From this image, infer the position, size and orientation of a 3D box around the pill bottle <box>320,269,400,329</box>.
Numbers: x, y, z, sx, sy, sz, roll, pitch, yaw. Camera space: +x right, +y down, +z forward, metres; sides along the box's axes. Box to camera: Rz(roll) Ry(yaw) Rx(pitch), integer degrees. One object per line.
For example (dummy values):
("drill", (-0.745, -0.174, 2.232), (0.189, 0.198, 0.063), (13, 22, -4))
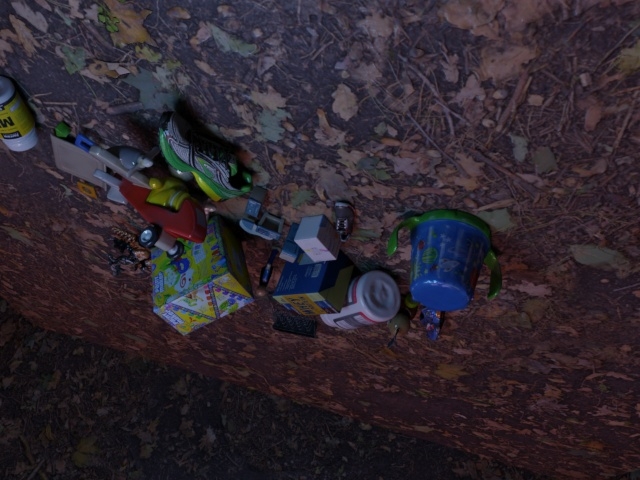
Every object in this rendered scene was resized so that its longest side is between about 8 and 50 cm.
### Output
("pill bottle", (0.126, 0.225, 1.812), (0.176, 0.176, 0.318), (31, 150, -19))

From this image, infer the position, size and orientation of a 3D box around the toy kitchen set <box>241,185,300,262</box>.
("toy kitchen set", (-0.143, -0.050, 1.585), (0.207, 0.122, 0.166), (22, 148, -6))

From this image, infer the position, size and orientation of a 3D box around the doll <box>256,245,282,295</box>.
("doll", (-0.189, 0.110, 1.790), (0.046, 0.189, 0.129), (22, 149, -6))

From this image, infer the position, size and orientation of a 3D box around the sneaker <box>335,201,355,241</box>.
("sneaker", (0.073, -0.052, 1.526), (0.061, 0.065, 0.158), (7, 147, 18))

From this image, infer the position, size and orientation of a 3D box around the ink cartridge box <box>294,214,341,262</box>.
("ink cartridge box", (0.000, 0.000, 1.618), (0.090, 0.092, 0.143), (-8, 141, 35))

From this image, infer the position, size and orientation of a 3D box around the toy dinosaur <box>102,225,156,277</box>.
("toy dinosaur", (-0.743, 0.037, 2.048), (0.218, 0.164, 0.322), (-8, 123, 14))

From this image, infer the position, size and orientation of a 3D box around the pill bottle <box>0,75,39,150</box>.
("pill bottle", (-0.929, -0.371, 1.497), (0.119, 0.119, 0.208), (14, 148, 6))

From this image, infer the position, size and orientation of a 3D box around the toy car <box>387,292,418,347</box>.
("toy car", (0.269, 0.293, 1.838), (0.149, 0.188, 0.155), (16, 148, 3))

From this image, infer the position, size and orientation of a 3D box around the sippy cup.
("sippy cup", (0.351, 0.069, 1.420), (0.306, 0.224, 0.240), (4, 145, 22))

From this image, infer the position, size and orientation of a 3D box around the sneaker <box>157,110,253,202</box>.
("sneaker", (-0.311, -0.240, 1.399), (0.146, 0.134, 0.343), (-10, 148, 27))

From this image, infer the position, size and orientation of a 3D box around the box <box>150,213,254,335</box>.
("box", (-0.407, 0.113, 1.717), (0.279, 0.290, 0.177), (-26, 136, 6))

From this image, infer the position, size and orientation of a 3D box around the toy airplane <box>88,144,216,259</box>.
("toy airplane", (-0.484, -0.157, 1.515), (0.384, 0.272, 0.386), (40, 180, -15))

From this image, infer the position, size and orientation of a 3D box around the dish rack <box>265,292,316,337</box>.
("dish rack", (-0.130, 0.323, 2.198), (0.208, 0.074, 0.271), (7, 146, 17))

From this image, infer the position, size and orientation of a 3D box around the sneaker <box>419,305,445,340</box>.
("sneaker", (0.415, 0.298, 1.893), (0.087, 0.083, 0.221), (21, 145, 22))

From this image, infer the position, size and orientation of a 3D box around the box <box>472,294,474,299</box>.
("box", (0.463, 0.191, 1.737), (0.081, 0.028, 0.136), (27, 145, -14))

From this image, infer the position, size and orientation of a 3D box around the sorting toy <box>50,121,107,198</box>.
("sorting toy", (-0.785, -0.263, 1.662), (0.196, 0.047, 0.347), (28, 147, -7))

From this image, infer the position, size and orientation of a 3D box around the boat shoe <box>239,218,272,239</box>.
("boat shoe", (-0.211, -0.045, 1.708), (0.125, 0.038, 0.046), (21, 129, -7))

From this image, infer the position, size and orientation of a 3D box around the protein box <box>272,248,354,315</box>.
("protein box", (-0.022, 0.138, 1.737), (0.201, 0.199, 0.136), (-10, 138, 38))
